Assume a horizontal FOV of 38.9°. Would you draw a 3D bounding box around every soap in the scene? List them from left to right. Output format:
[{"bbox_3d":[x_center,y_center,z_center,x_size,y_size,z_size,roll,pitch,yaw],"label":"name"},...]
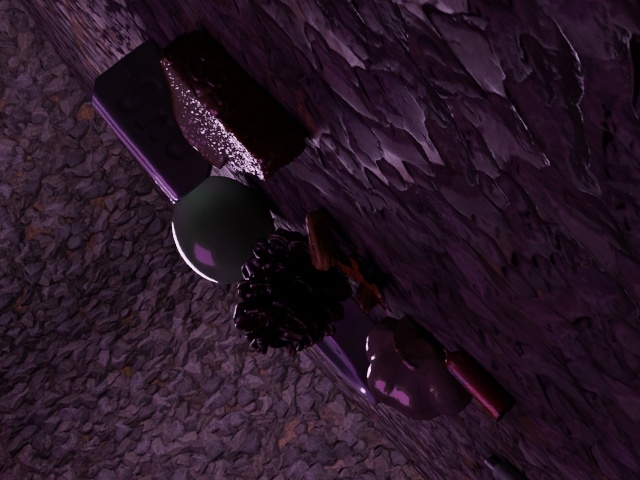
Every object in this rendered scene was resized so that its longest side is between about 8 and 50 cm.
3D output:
[{"bbox_3d":[-0.321,-0.240,1.842,0.289,0.173,0.095,51,169,-6],"label":"soap"}]

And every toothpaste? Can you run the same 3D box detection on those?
[{"bbox_3d":[0.413,0.499,1.761,0.239,0.039,0.062,36,156,45],"label":"toothpaste"}]

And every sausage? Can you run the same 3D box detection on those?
[{"bbox_3d":[0.248,0.225,1.460,0.145,0.048,0.050,47,-153,24],"label":"sausage"}]

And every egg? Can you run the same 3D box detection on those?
[{"bbox_3d":[-0.219,-0.027,2.038,0.269,0.220,0.220,51,171,26],"label":"egg"}]

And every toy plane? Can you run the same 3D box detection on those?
[{"bbox_3d":[0.070,0.057,1.606,0.135,0.062,0.188,58,-179,-39],"label":"toy plane"}]

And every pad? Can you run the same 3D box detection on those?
[{"bbox_3d":[-0.223,-0.147,2.238,0.127,0.004,0.190,51,169,-4],"label":"pad"}]

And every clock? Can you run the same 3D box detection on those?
[{"bbox_3d":[0.061,0.232,2.115,0.338,0.102,0.338,47,169,12],"label":"clock"}]

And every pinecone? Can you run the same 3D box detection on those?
[{"bbox_3d":[-0.052,0.104,1.782,0.243,0.243,0.257,54,-158,-20],"label":"pinecone"}]

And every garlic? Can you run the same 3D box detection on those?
[{"bbox_3d":[0.165,0.251,1.649,0.229,0.143,0.178,30,157,39],"label":"garlic"}]

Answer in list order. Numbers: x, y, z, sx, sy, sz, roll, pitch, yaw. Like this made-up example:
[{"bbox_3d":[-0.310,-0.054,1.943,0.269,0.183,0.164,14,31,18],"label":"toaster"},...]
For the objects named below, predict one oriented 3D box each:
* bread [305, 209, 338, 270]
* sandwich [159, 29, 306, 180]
[{"bbox_3d":[0.000,0.000,1.615,0.083,0.044,0.110,117,141,-81],"label":"bread"},{"bbox_3d":[-0.133,-0.180,1.471,0.288,0.099,0.254,46,163,22],"label":"sandwich"}]
